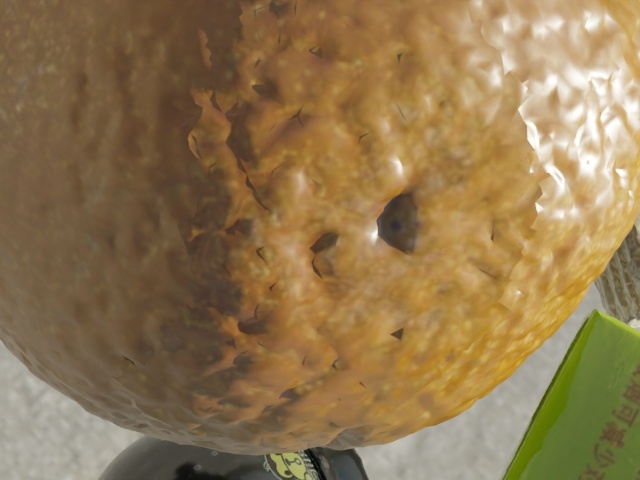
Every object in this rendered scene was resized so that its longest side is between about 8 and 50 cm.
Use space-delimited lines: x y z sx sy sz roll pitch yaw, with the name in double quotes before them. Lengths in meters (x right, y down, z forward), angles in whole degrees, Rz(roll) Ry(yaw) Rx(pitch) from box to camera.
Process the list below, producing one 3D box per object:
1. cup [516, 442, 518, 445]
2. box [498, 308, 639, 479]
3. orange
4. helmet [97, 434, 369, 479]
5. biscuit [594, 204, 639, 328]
"cup" 0.229 0.239 1.298 0.331 0.257 0.311 -31 180 5
"box" 0.266 0.199 1.103 0.187 0.335 0.047 -61 174 -7
"orange" -0.025 -0.081 0.817 0.322 0.357 0.322 -10 124 -15
"helmet" -0.104 0.257 1.675 0.279 0.230 0.160 -37 149 12
"biscuit" 0.268 -0.132 1.707 0.144 0.426 0.078 -7 164 -31
